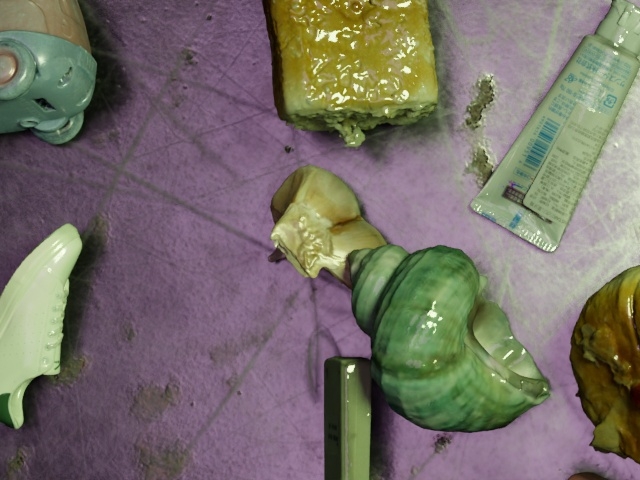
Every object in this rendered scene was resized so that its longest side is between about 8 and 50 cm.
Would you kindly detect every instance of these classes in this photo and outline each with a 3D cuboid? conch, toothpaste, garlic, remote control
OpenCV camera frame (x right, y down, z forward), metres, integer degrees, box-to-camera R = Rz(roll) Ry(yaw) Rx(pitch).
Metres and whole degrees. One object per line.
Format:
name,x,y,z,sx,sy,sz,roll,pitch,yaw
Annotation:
conch,0.134,0.103,1.826,0.277,0.220,0.195,39,128,13
toothpaste,0.296,-0.140,1.892,0.114,0.073,0.299,30,99,11
garlic,0.006,-0.004,1.925,0.124,0.099,0.174,-41,83,-14
remote control,0.032,0.277,1.881,0.038,0.123,0.285,0,85,-11

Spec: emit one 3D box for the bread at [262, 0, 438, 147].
bread,0.034,-0.227,1.889,0.196,0.176,0.246,-5,82,-1

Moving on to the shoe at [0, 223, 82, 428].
shoe,-0.348,0.110,1.984,0.110,0.095,0.265,37,98,6

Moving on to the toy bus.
toy bus,-0.423,-0.242,1.977,0.294,0.197,0.231,-8,74,11

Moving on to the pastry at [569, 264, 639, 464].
pastry,0.370,0.146,1.763,0.236,0.121,0.257,34,136,41

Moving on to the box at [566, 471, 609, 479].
box,0.303,0.400,1.790,0.167,0.193,0.294,28,92,20
